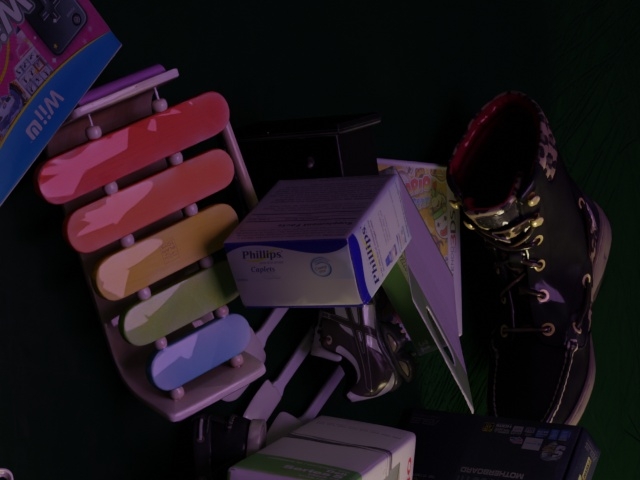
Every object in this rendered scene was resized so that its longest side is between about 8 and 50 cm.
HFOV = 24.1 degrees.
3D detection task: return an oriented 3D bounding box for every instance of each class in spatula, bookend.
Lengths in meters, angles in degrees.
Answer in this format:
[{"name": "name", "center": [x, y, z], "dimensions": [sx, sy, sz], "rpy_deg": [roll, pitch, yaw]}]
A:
[{"name": "spatula", "center": [-0.027, 0.129, 1.585], "dimensions": [0.242, 0.019, 0.168], "rpy_deg": [-54, 127, -41]}, {"name": "bookend", "center": [-0.011, -0.042, 1.496], "dimensions": [0.072, 0.156, 0.157], "rpy_deg": [-21, 106, -49]}]

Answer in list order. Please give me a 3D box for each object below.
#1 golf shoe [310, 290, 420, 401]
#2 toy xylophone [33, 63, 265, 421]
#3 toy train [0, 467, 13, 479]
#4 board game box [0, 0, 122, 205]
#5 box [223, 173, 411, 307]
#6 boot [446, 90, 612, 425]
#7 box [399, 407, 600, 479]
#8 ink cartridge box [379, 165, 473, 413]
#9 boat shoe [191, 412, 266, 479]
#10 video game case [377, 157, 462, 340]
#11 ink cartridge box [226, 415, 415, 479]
[{"name": "golf shoe", "center": [0.020, 0.076, 1.570], "dimensions": [0.094, 0.077, 0.198], "rpy_deg": [-29, 87, -11]}, {"name": "toy xylophone", "center": [-0.131, -0.011, 1.379], "dimensions": [0.236, 0.081, 0.322], "rpy_deg": [-36, 115, -31]}, {"name": "toy train", "center": [-0.304, 0.241, 1.222], "dimensions": [0.166, 0.046, 0.125], "rpy_deg": [0, 90, -50]}, {"name": "board game box", "center": [-0.321, -0.191, 1.174], "dimensions": [0.303, 0.098, 0.224], "rpy_deg": [55, 50, -35]}, {"name": "box", "center": [0.000, 0.000, 1.382], "dimensions": [0.137, 0.126, 0.072], "rpy_deg": [-51, 133, -54]}, {"name": "boot", "center": [0.239, 0.036, 1.785], "dimensions": [0.284, 0.138, 0.377], "rpy_deg": [55, 46, -45]}, {"name": "box", "center": [0.170, 0.282, 1.647], "dimensions": [0.059, 0.233, 0.183], "rpy_deg": [52, 53, -39]}, {"name": "ink cartridge box", "center": [0.096, 0.054, 1.562], "dimensions": [0.235, 0.056, 0.171], "rpy_deg": [-90, 155, -54]}, {"name": "boat shoe", "center": [-0.105, 0.284, 1.452], "dimensions": [0.084, 0.079, 0.233], "rpy_deg": [87, 11, -85]}, {"name": "video game case", "center": [0.093, 0.012, 1.712], "dimensions": [0.227, 0.026, 0.206], "rpy_deg": [1, 87, -52]}, {"name": "ink cartridge box", "center": [0.000, 0.294, 1.449], "dimensions": [0.273, 0.115, 0.198], "rpy_deg": [-12, 108, -72]}]
